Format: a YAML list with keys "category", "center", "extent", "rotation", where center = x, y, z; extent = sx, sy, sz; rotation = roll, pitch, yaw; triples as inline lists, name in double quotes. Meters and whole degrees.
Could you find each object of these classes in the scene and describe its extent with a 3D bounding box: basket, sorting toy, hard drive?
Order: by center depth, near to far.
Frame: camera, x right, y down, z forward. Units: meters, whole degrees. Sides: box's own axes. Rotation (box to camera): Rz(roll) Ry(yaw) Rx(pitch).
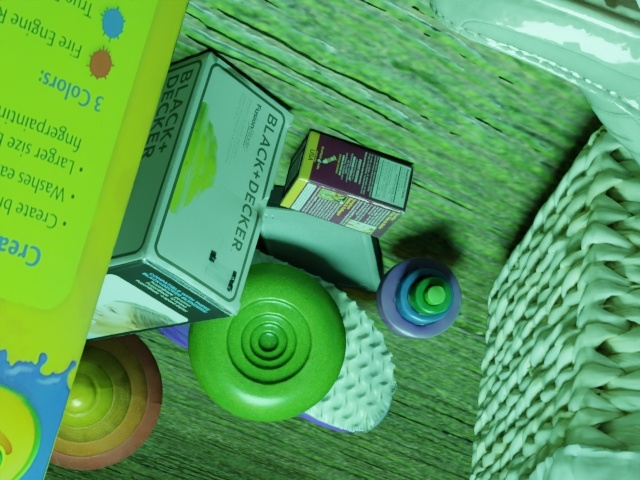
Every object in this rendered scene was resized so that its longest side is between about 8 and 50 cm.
- category: "basket"
  center: [0.281, 0.115, 0.946]
  extent: [0.328, 0.266, 0.331]
  rotation: [8, 157, -3]
- category: "sorting toy"
  center: [-0.061, 0.083, 1.065]
  extent: [0.366, 0.127, 0.126]
  rotation: [-15, 176, -6]
- category: "hard drive"
  center: [0.000, 0.000, 1.154]
  extent: [0.094, 0.022, 0.135]
  rotation: [7, 155, 12]

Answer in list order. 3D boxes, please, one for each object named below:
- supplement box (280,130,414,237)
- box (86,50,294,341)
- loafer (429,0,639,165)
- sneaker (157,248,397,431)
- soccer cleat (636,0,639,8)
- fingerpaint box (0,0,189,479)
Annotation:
- category: "supplement box"
  center: [0.019, -0.041, 1.035]
  extent: [0.083, 0.043, 0.055]
  rotation: [19, 154, -11]
- category: "box"
  center: [-0.166, -0.018, 1.028]
  extent: [0.290, 0.169, 0.087]
  rotation: [-11, 144, 43]
- category: "loafer"
  center: [0.200, -0.080, 0.769]
  extent: [0.320, 0.112, 0.111]
  rotation: [18, 122, -12]
- category: "sneaker"
  center: [-0.069, 0.065, 1.208]
  extent: [0.293, 0.102, 0.146]
  rotation: [34, 164, -2]
- category: "soccer cleat"
  center: [0.293, -0.158, 0.625]
  extent: [0.318, 0.116, 0.108]
  rotation: [-7, 124, 5]
- category: "fingerpaint box"
  center: [-0.287, -0.080, 0.588]
  extent: [0.163, 0.371, 0.445]
  rotation: [12, 174, 39]
